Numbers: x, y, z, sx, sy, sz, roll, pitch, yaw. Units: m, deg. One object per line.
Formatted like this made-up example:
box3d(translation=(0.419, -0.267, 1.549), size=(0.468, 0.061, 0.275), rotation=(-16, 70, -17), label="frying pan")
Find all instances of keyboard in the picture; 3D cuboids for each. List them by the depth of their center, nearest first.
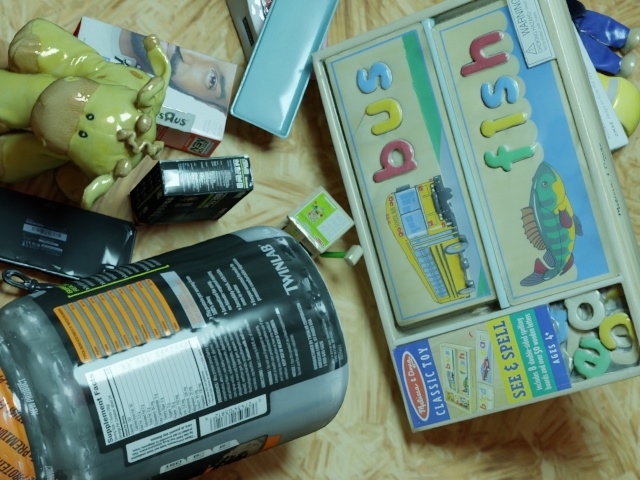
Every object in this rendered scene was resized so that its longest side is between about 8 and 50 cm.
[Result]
box3d(translation=(-0.273, 0.011, 1.599), size=(0.180, 0.023, 0.108), rotation=(15, 61, -14), label="keyboard")

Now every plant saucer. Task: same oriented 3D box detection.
box3d(translation=(-0.035, -0.203, 1.709), size=(0.067, 0.018, 0.192), rotation=(24, 76, -16), label="plant saucer")

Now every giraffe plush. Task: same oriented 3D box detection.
box3d(translation=(-0.215, -0.108, 1.543), size=(0.210, 0.170, 0.181), rotation=(-1, 105, -9), label="giraffe plush")

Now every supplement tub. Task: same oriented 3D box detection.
box3d(translation=(-0.162, 0.124, 1.497), size=(0.338, 0.207, 0.207), rotation=(-17, 78, -25), label="supplement tub")

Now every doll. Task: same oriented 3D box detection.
box3d(translation=(0.277, -0.256, 1.886), size=(0.189, 0.046, 0.129), rotation=(23, 64, -15), label="doll")

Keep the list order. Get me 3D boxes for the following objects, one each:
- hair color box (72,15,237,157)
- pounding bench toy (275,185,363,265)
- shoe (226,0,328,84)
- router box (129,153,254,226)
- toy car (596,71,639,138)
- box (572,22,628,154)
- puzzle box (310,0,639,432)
box3d(translation=(-0.177, -0.156, 1.676), size=(0.167, 0.053, 0.093), rotation=(16, 67, -16), label="hair color box")
box3d(translation=(0.000, 0.000, 1.681), size=(0.083, 0.065, 0.052), rotation=(47, 62, 0), label="pounding bench toy")
box3d(translation=(-0.047, -0.247, 1.755), size=(0.081, 0.063, 0.178), rotation=(-13, 82, -26), label="shoe")
box3d(translation=(-0.128, -0.049, 1.618), size=(0.092, 0.122, 0.038), rotation=(-6, 79, -22), label="router box")
box3d(translation=(0.397, -0.099, 1.854), size=(0.239, 0.053, 0.225), rotation=(-10, 86, -26), label="toy car")
box3d(translation=(0.203, -0.134, 1.740), size=(0.119, 0.181, 0.182), rotation=(-19, 80, -25), label="box")
box3d(translation=(0.160, -0.036, 1.627), size=(0.052, 0.272, 0.409), rotation=(-7, 79, -60), label="puzzle box")
